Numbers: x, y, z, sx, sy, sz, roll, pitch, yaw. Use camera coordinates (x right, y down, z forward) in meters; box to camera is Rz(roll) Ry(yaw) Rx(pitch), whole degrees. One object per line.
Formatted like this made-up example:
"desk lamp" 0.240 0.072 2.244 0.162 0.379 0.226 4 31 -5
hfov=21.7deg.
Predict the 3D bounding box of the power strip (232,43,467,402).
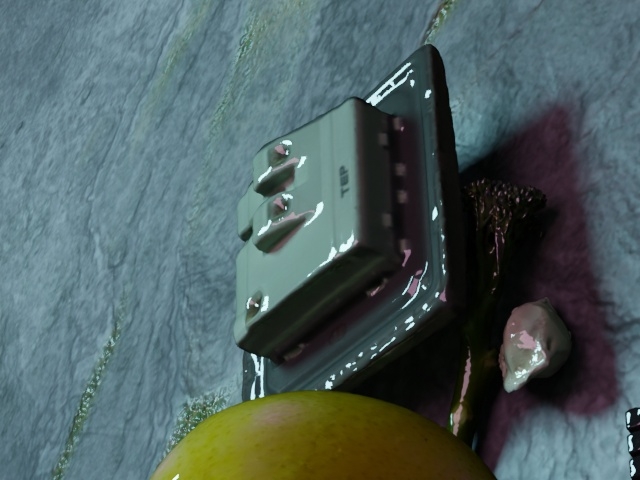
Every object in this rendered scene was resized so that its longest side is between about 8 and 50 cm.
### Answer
"power strip" 0.000 -0.001 1.262 0.251 0.092 0.257 -34 40 34

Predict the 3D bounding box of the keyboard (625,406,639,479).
"keyboard" 0.223 0.217 0.945 0.106 0.027 0.317 -32 42 38

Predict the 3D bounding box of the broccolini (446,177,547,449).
"broccolini" 0.112 0.062 1.198 0.058 0.067 0.216 -3 73 57

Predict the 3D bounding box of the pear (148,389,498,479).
"pear" -0.013 0.232 0.988 0.285 0.336 0.285 -4 84 35

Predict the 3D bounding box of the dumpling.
"dumpling" 0.140 0.071 1.142 0.057 0.052 0.076 -35 50 19
